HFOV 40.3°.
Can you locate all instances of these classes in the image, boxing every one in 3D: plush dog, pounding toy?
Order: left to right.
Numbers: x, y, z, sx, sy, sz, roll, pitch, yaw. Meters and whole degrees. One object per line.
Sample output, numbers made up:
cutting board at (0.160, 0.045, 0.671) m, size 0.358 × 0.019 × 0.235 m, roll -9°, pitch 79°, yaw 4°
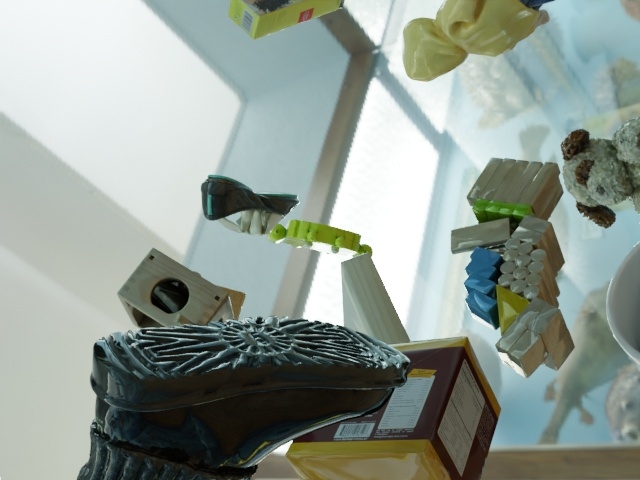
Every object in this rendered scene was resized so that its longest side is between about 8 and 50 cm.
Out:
pounding toy at (-0.159, 0.099, 1.173) m, size 0.094 × 0.206 × 0.181 m, roll -55°, pitch -13°, yaw -21°
plush dog at (0.559, -0.136, 1.613) m, size 0.262 × 0.225 × 0.210 m, roll 64°, pitch -144°, yaw -28°

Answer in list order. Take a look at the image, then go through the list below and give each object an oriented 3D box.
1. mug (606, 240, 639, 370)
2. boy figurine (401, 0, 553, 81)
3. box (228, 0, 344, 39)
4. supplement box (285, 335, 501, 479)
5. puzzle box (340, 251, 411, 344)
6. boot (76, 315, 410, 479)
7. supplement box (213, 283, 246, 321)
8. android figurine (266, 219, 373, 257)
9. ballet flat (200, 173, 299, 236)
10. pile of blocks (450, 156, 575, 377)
mug at (0.659, 0.122, 1.309) m, size 0.374 × 0.276 × 0.328 m, roll -46°, pitch -55°, yaw -1°
boy figurine at (0.223, -0.296, 1.113) m, size 0.177 × 0.285 × 0.092 m, roll 6°, pitch -116°, yaw -43°
box at (-0.059, -0.458, 1.665) m, size 0.232 × 0.058 × 0.087 m, roll -30°, pitch -117°, yaw -35°
supplement box at (0.096, 0.236, 1.082) m, size 0.129 × 0.191 × 0.194 m, roll 62°, pitch -143°, yaw -25°
puzzle box at (0.108, 0.230, 1.442) m, size 0.409 × 0.052 × 0.272 m, roll 85°, pitch 163°, yaw -61°
boot at (-0.085, 0.217, 0.883) m, size 0.348 × 0.131 × 0.260 m, roll 1°, pitch -71°, yaw -27°
supplement box at (-0.226, 0.111, 1.584) m, size 0.233 × 0.078 × 0.080 m, roll 19°, pitch -98°, yaw -66°
android figurine at (0.000, 0.000, 2.011) m, size 0.248 × 0.273 × 0.056 m, roll 13°, pitch -94°, yaw -7°
ballet flat at (-0.138, -0.060, 1.655) m, size 0.280 × 0.095 × 0.096 m, roll 9°, pitch -92°, yaw -58°
pile of blocks at (0.261, 0.044, 1.179) m, size 0.362 × 0.149 × 0.112 m, roll -78°, pitch -32°, yaw -41°
